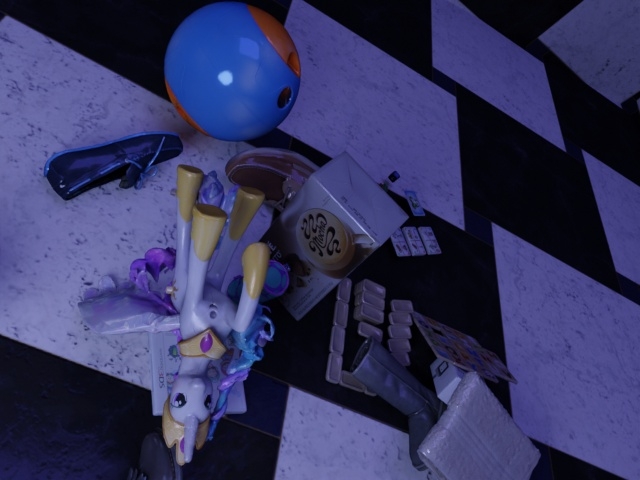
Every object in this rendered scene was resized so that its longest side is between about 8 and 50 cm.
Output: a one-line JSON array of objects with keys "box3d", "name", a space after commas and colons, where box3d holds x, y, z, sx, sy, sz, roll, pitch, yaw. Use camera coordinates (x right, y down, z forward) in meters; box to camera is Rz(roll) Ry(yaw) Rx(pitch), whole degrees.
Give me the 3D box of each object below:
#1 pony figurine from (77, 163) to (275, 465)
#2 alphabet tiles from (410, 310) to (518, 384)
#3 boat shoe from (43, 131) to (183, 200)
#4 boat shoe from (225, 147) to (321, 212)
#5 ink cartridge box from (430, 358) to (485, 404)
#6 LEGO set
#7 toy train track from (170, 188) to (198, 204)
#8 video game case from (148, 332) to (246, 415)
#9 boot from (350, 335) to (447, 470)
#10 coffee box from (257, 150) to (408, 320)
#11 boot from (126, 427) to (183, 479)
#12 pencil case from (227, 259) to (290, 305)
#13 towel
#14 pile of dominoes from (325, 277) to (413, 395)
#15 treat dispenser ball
[{"box3d": [-0.186, 0.086, 0.895, 0.302, 0.363, 0.351, 8, 19, -23], "name": "pony figurine"}, {"box3d": [0.316, 0.240, 1.338, 0.237, 0.009, 0.198, 25, 15, -19], "name": "alphabet tiles"}, {"box3d": [-0.370, -0.130, 1.135, 0.258, 0.109, 0.089, -23, 79, -29], "name": "boat shoe"}, {"box3d": [-0.050, -0.107, 1.332, 0.324, 0.123, 0.116, 13, 52, -27], "name": "boat shoe"}, {"box3d": [0.290, 0.295, 1.275, 0.104, 0.060, 0.180, 39, 12, -5], "name": "ink cartridge box"}, {"box3d": [0.194, -0.065, 1.554, 0.182, 0.060, 0.244, -3, 66, -45], "name": "LEGO set"}, {"box3d": [-0.260, -0.085, 1.230, 0.083, 0.014, 0.048, 15, 56, -20], "name": "toy train track"}, {"box3d": [-0.204, 0.218, 1.019, 0.157, 0.019, 0.143, 9, 52, -33], "name": "video game case"}, {"box3d": [0.144, 0.304, 1.162, 0.208, 0.076, 0.190, 45, 31, -15], "name": "boot"}, {"box3d": [0.000, 0.000, 1.147, 0.168, 0.297, 0.119, 47, 45, 3], "name": "coffee box"}, {"box3d": [-0.304, 0.354, 0.778, 0.229, 0.091, 0.263, 19, 49, -26], "name": "boot"}, {"box3d": [-0.114, 0.080, 1.102, 0.064, 0.151, 0.070, -18, 83, -35], "name": "pencil case"}, {"box3d": [0.301, 0.395, 1.142, 0.187, 0.049, 0.282, -51, 117, -24], "name": "towel"}, {"box3d": [0.100, 0.204, 1.269, 0.196, 0.040, 0.251, 25, 53, -22], "name": "pile of dominoes"}, {"box3d": [-0.185, -0.355, 1.305, 0.288, 0.288, 0.288, 21, 46, -23], "name": "treat dispenser ball"}]
